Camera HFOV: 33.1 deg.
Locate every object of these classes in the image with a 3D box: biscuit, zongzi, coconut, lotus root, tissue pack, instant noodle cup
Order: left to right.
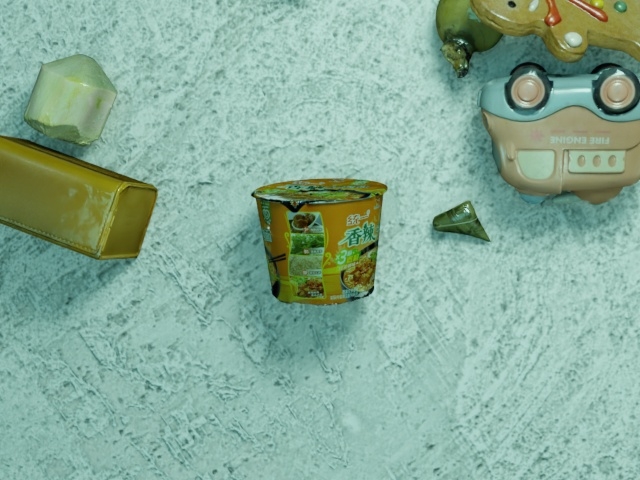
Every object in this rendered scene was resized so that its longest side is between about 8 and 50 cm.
[{"bbox_3d":[-0.454,-0.076,1.888,0.274,0.194,0.145,19,96,9],"label":"tissue pack"},{"bbox_3d":[-0.439,-0.255,1.904,0.147,0.147,0.153,26,98,9],"label":"coconut"},{"bbox_3d":[0.000,0.000,1.802,0.230,0.230,0.182,1,103,11],"label":"instant noodle cup"},{"bbox_3d":[0.240,-0.018,1.842,0.076,0.040,0.083,-26,105,18],"label":"zongzi"},{"bbox_3d":[0.253,-0.377,1.776,0.118,0.125,0.221,26,92,-18],"label":"lotus root"},{"bbox_3d":[0.391,-0.360,1.685,0.324,0.049,0.205,6,53,-10],"label":"biscuit"}]

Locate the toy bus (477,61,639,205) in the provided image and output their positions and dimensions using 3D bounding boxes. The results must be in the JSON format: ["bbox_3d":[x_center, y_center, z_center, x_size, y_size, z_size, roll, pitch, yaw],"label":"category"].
[{"bbox_3d":[0.398,-0.172,1.735,0.287,0.194,0.232,0,105,10],"label":"toy bus"}]
